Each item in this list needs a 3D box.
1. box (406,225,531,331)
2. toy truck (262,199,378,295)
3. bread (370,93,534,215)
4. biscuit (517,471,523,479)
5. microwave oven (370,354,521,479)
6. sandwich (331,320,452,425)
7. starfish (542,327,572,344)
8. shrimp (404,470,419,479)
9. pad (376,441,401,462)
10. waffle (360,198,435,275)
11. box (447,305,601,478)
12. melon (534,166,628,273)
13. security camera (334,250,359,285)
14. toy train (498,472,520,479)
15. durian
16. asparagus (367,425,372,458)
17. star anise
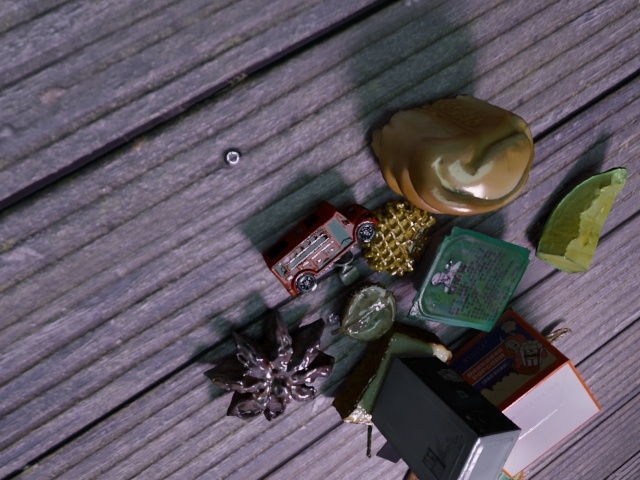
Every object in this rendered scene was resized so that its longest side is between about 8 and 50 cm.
[{"bbox_3d":[0.383,0.095,1.236,0.337,0.106,0.264,15,105,-29],"label":"box"},{"bbox_3d":[0.000,0.000,1.010,0.253,0.107,0.114,-41,115,-1],"label":"toy truck"},{"bbox_3d":[0.298,-0.165,0.992,0.316,0.270,0.211,-24,135,-20],"label":"bread"},{"bbox_3d":[0.683,0.846,1.712,0.202,0.047,0.333,0,99,-16],"label":"biscuit"},{"bbox_3d":[0.302,0.453,1.135,0.181,0.295,0.237,8,108,-33],"label":"microwave oven"},{"bbox_3d":[0.212,0.379,1.292,0.271,0.099,0.301,22,99,-36],"label":"sandwich"},{"bbox_3d":[0.761,0.370,1.574,0.240,0.043,0.227,-30,125,-2],"label":"starfish"},{"bbox_3d":[0.362,0.800,1.595,0.124,0.034,0.178,13,108,-32],"label":"shrimp"},{"bbox_3d":[0.276,0.648,1.500,0.116,0.004,0.193,36,95,-33],"label":"pad"},{"bbox_3d":[0.192,-0.007,1.119,0.197,0.070,0.193,-13,117,-19],"label":"waffle"},{"bbox_3d":[0.575,0.458,1.386,0.349,0.257,0.318,-42,119,5],"label":"box"},{"bbox_3d":[0.762,-0.067,1.330,0.196,0.124,0.323,22,97,-32],"label":"melon"},{"bbox_3d":[0.061,0.069,1.112,0.058,0.058,0.092,-26,133,-12],"label":"security camera"},{"bbox_3d":[0.656,0.669,1.582,0.369,0.150,0.237,-48,127,-12],"label":"toy train"},{"bbox_3d":[0.101,0.176,1.152,0.188,0.091,0.148,-37,111,-2],"label":"durian"},{"bbox_3d":[0.155,0.619,1.426,0.016,0.013,0.166,-5,115,-11],"label":"asparagus"},{"bbox_3d":[-0.106,0.313,1.101,0.332,0.117,0.331,-12,123,-20],"label":"star anise"}]
